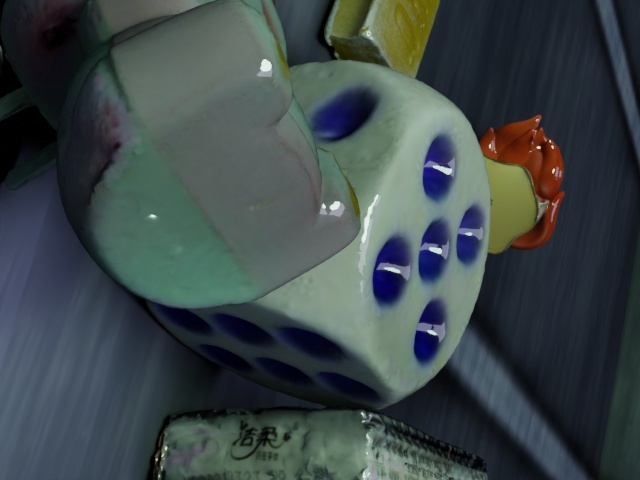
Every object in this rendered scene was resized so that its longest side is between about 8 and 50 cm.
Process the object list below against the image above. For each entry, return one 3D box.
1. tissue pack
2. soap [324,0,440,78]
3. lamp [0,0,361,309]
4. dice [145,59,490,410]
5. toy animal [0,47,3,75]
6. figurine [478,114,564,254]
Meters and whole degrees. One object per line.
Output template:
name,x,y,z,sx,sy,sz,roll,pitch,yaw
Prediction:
tissue pack,0.014,0.256,0.825,0.332,0.245,0.123,37,50,-53
soap,0.090,-0.307,0.982,0.140,0.073,0.232,46,57,-54
lamp,-0.124,-0.087,0.541,0.247,0.301,0.247,-32,134,3
dice,0.000,0.000,0.741,0.243,0.259,0.251,54,53,-44
toy animal,-0.244,-0.149,0.348,0.212,0.213,0.266,-30,141,-50
figurine,0.301,-0.081,1.256,0.257,0.181,0.208,-14,79,-62
